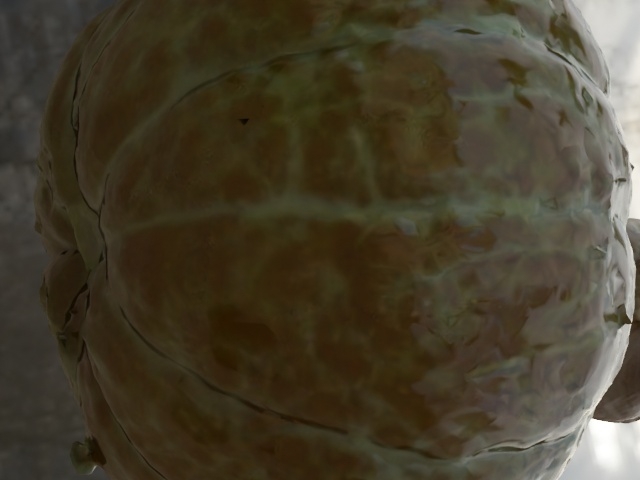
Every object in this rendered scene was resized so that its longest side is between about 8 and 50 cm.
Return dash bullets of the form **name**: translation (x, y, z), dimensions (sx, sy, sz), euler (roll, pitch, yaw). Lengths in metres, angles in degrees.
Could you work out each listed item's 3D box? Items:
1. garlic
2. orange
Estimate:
- **garlic**: translation (0.221, 0.054, 1.227), dimensions (0.174, 0.124, 0.099), euler (-79, 164, -48)
- **orange**: translation (0.000, 0.000, 0.782), dimensions (0.329, 0.249, 0.329), euler (176, -90, -71)
